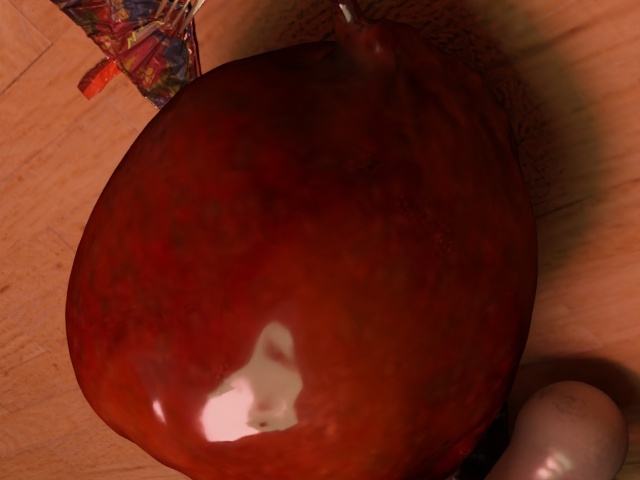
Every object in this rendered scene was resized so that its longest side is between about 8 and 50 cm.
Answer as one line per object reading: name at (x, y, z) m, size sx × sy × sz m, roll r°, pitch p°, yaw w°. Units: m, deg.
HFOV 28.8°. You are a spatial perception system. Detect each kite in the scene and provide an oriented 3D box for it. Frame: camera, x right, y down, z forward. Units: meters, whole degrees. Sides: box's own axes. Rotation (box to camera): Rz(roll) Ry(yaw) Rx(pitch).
kite at (-0.144, -0.142, 0.969) m, size 0.232 × 0.009 × 0.189 m, roll 47°, pitch 145°, yaw -16°

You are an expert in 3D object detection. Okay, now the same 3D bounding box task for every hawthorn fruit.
hawthorn fruit at (-0.003, 0.019, 0.818) m, size 0.308 × 0.325 × 0.308 m, roll 37°, pitch -173°, yaw -6°

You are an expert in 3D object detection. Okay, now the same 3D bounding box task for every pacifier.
pacifier at (0.131, 0.196, 0.947) m, size 0.244 × 0.233 × 0.299 m, roll 44°, pitch -175°, yaw -6°

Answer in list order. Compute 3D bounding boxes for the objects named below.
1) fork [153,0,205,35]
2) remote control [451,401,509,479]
fork at (-0.070, -0.217, 0.803) m, size 0.034 × 0.028 × 0.219 m, roll 40°, pitch 143°, yaw 7°
remote control at (0.132, 0.253, 1.186) m, size 0.107 × 0.044 × 0.377 m, roll 13°, pitch 141°, yaw 20°
